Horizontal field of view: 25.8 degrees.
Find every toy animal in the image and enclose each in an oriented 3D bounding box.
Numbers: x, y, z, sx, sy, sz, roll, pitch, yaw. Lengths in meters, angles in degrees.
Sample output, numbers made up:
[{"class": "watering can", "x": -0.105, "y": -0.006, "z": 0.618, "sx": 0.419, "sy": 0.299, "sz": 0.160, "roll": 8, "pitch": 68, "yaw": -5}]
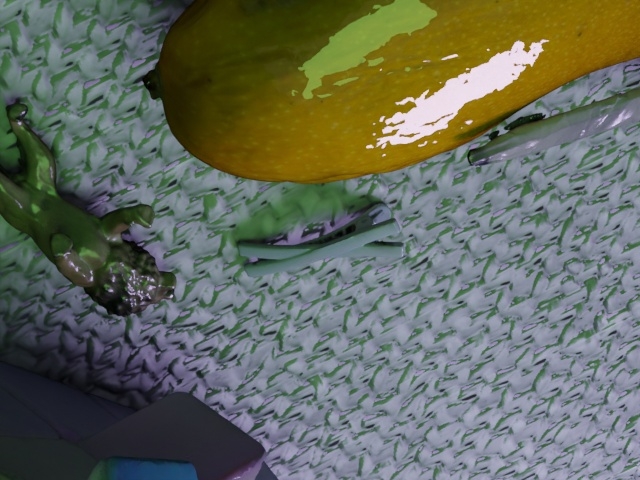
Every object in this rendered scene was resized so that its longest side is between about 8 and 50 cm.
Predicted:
[{"class": "toy animal", "x": -0.167, "y": -0.019, "z": 0.893, "sx": 0.069, "sy": 0.086, "sz": 0.219, "roll": -53, "pitch": 122, "yaw": -26}]

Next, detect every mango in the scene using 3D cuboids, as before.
[{"class": "mango", "x": 0.070, "y": -0.138, "z": 0.834, "sx": 0.359, "sy": 0.144, "sz": 0.187, "roll": -23, "pitch": 143, "yaw": -7}]

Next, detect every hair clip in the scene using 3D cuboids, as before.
[{"class": "hair clip", "x": 0.000, "y": 0.001, "z": 0.980, "sx": 0.115, "sy": 0.039, "sz": 0.030, "roll": -11, "pitch": 117, "yaw": 7}]

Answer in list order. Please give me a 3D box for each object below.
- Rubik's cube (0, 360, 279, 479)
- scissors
[{"class": "Rubik's cube", "x": -0.159, "y": 0.276, "z": 0.932, "sx": 0.387, "sy": 0.368, "sz": 0.358, "roll": 23, "pitch": 98, "yaw": -25}, {"class": "scissors", "x": 0.208, "y": -0.089, "z": 0.896, "sx": 0.300, "sy": 0.022, "sz": 0.109, "roll": -18, "pitch": 146, "yaw": -29}]
